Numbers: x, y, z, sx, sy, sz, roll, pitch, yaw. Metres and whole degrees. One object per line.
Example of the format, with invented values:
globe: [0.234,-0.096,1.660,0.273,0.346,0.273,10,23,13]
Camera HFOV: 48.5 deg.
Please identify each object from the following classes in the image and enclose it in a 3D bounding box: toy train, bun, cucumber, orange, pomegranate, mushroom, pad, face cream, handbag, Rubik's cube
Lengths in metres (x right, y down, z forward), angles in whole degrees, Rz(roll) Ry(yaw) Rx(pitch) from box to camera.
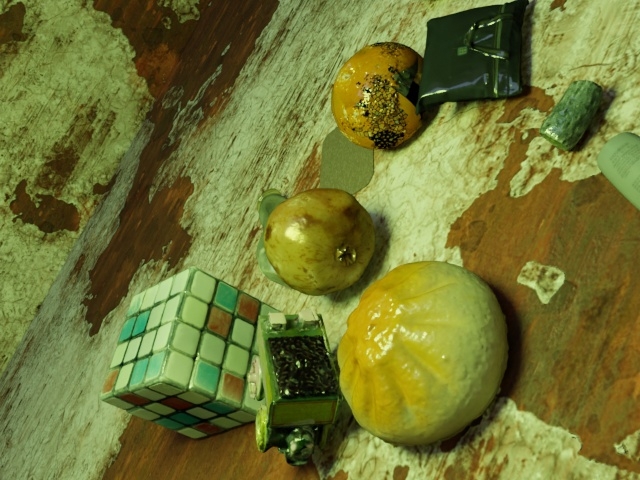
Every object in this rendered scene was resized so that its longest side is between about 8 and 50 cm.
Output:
toy train: [-0.052,0.252,1.242,0.260,0.134,0.177,-106,20,-50]
bun: [0.130,0.161,1.089,0.299,0.165,0.298,-37,37,34]
cucumber: [0.398,-0.199,1.119,0.112,0.064,0.064,-57,31,1]
orange: [0.124,-0.305,1.494,0.234,0.182,0.234,-31,46,39]
pomegranate: [0.000,0.000,1.368,0.215,0.215,0.215,-35,38,33]
mushroom: [-0.093,-0.014,1.633,0.109,0.097,0.351,-42,31,21]
pad: [0.060,-0.192,1.654,0.176,0.002,0.266,-33,39,36]
face cream: [0.451,-0.075,0.944,0.084,0.057,0.198,-47,35,17]
handbag: [0.292,-0.357,1.364,0.211,0.088,0.254,-7,55,29]
Rubik's cube: [-0.266,0.241,1.495,0.256,0.253,0.258,-26,44,41]
